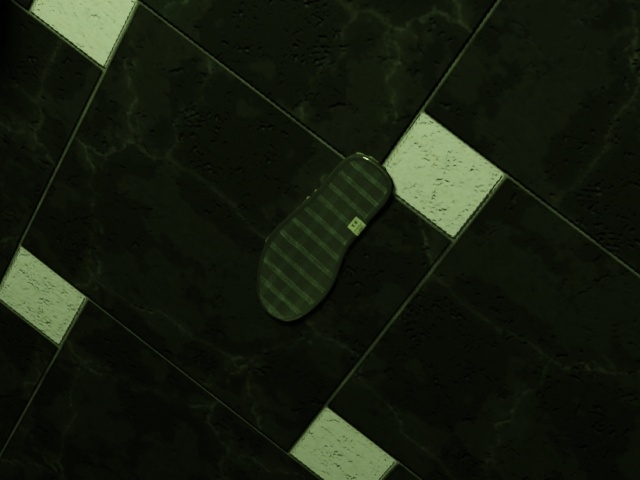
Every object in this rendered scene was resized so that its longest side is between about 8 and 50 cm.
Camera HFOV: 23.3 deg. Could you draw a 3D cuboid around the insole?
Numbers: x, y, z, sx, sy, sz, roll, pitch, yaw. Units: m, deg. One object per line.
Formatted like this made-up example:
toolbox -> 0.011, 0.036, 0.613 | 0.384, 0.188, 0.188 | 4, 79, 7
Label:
insole -> 0.000, 0.000, 1.957 | 0.110, 0.012, 0.309 | 42, 132, 1
